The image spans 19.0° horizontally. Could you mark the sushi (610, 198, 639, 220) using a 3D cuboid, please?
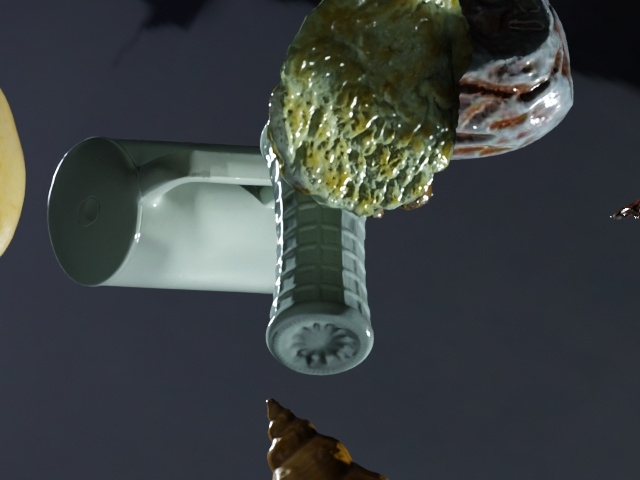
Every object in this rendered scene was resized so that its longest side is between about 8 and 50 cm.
[{"bbox_3d":[0.452,0.018,2.069,0.296,0.179,0.167,46,-12,21],"label":"sushi"}]

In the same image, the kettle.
[{"bbox_3d":[-0.160,-0.030,2.511,0.318,0.205,0.265,4,8,-42],"label":"kettle"}]

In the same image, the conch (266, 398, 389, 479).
[{"bbox_3d":[0.029,0.255,1.232,0.093,0.330,0.109,-9,-15,-46],"label":"conch"}]

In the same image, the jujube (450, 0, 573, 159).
[{"bbox_3d":[0.150,-0.212,2.251,0.308,0.246,0.215,15,-38,-1],"label":"jujube"}]

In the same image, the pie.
[{"bbox_3d":[0.054,-0.160,1.972,0.257,0.274,0.105,11,10,-44],"label":"pie"}]

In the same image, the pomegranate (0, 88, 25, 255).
[{"bbox_3d":[-0.259,-0.033,1.090,0.196,0.196,0.196,26,-11,6],"label":"pomegranate"}]

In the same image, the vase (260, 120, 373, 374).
[{"bbox_3d":[0.000,0.000,2.078,0.143,0.299,0.143,1,-42,1],"label":"vase"}]
